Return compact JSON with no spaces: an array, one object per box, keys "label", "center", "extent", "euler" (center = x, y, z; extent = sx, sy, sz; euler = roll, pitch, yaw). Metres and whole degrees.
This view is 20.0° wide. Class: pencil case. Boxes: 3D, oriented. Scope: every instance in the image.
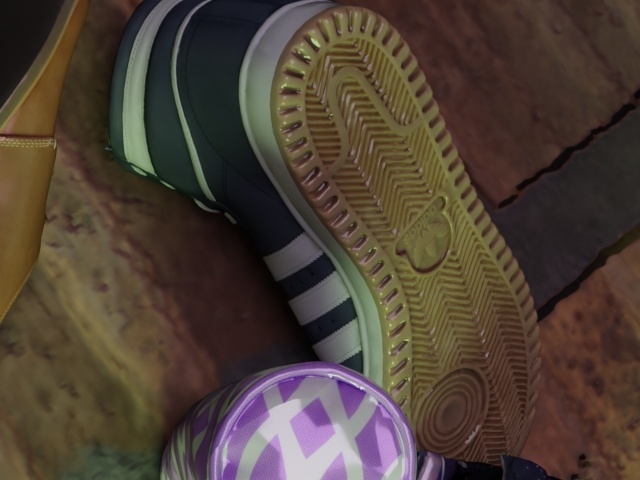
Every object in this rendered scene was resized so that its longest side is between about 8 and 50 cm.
[{"label":"pencil case","center":[-0.021,0.100,0.750],"extent":[0.086,0.206,0.088],"euler":[22,77,-5]}]

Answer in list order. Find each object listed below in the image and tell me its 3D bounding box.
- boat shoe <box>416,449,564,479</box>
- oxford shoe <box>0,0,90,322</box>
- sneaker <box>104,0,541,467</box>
[{"label":"boat shoe","center":[0.055,0.252,0.776],"extent":[0.158,0.127,0.340],"euler":[38,59,-40]},{"label":"oxford shoe","center":[-0.147,-0.032,0.796],"extent":[0.076,0.076,0.212],"euler":[40,64,-45]},{"label":"sneaker","center":[0.000,0.000,0.837],"extent":[0.099,0.153,0.282],"euler":[-42,129,-25]}]
